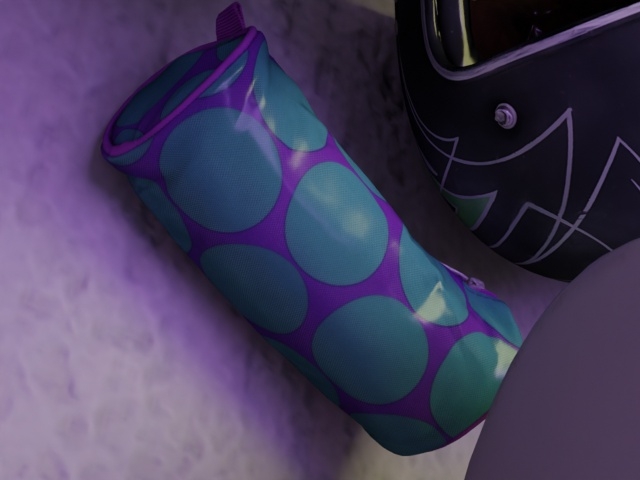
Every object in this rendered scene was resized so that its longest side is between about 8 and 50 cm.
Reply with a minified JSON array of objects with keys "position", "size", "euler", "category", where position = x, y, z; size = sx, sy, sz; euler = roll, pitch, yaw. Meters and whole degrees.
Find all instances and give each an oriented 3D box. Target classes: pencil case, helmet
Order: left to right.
[{"position":[0.000,0.000,0.416],"size":[0.152,0.064,0.070],"euler":[48,64,-20],"category":"pencil case"},{"position":[0.108,-0.062,0.468],"size":[0.169,0.169,0.162],"euler":[12,48,-40],"category":"helmet"}]

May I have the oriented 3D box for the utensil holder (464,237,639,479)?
[{"position":[0.252,0.163,0.321],"size":[0.385,0.327,0.328],"euler":[7,66,-12],"category":"utensil holder"}]
